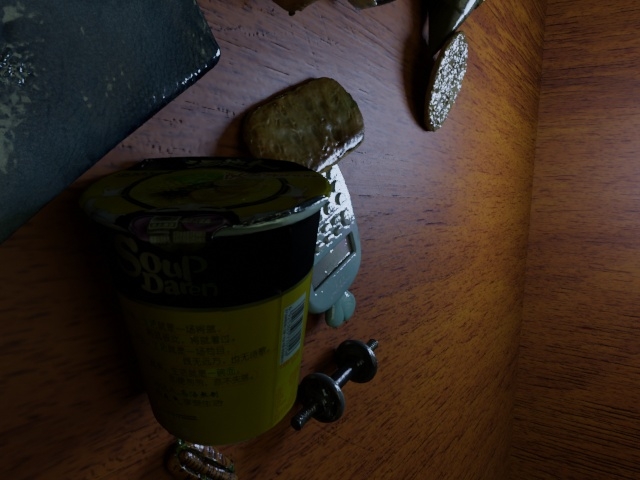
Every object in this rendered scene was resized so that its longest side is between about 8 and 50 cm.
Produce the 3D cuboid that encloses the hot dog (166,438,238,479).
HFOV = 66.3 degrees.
[{"bbox_3d":[-0.133,0.265,0.572,0.122,0.036,0.049,54,54,-45],"label":"hot dog"}]

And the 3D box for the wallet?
[{"bbox_3d":[-0.225,-0.126,0.356,0.379,0.046,0.191,-57,138,-34],"label":"wallet"}]

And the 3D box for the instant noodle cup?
[{"bbox_3d":[-0.094,0.053,0.463,0.215,0.215,0.236,-31,128,-52],"label":"instant noodle cup"}]

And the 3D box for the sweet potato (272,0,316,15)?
[{"bbox_3d":[0.009,-0.446,0.606,0.131,0.131,0.337,46,58,-50],"label":"sweet potato"}]

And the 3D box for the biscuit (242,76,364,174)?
[{"bbox_3d":[-0.013,-0.152,0.671,0.118,0.029,0.247,53,44,-5],"label":"biscuit"}]

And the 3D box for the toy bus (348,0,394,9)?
[{"bbox_3d":[0.096,-0.525,0.713,0.097,0.137,0.343,7,87,-60],"label":"toy bus"}]

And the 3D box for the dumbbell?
[{"bbox_3d":[0.031,0.221,0.784,0.254,0.081,0.082,-28,118,-53],"label":"dumbbell"}]

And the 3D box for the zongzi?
[{"bbox_3d":[0.250,-0.561,0.981,0.300,0.138,0.286,-56,134,-11],"label":"zongzi"}]

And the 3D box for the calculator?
[{"bbox_3d":[0.000,0.000,0.737,0.184,0.042,0.296,-41,125,-48],"label":"calculator"}]

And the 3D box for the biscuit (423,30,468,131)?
[{"bbox_3d":[0.276,-0.347,1.079,0.220,0.033,0.220,-47,150,-38],"label":"biscuit"}]
